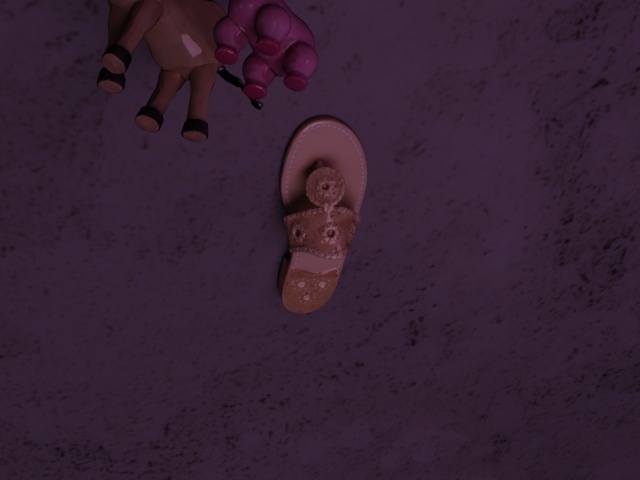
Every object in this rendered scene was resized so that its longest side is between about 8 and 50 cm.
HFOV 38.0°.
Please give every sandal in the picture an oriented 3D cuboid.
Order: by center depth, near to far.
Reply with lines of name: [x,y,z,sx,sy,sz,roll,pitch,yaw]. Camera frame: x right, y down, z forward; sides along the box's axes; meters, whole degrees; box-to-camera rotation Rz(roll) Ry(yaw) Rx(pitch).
sandal: [0.006,-0.001,0.906,0.088,0.079,0.240,-5,133,-16]

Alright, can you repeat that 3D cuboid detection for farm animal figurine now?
farm animal figurine: [-0.117,-0.232,0.563,0.327,0.172,0.330,20,151,-20]
